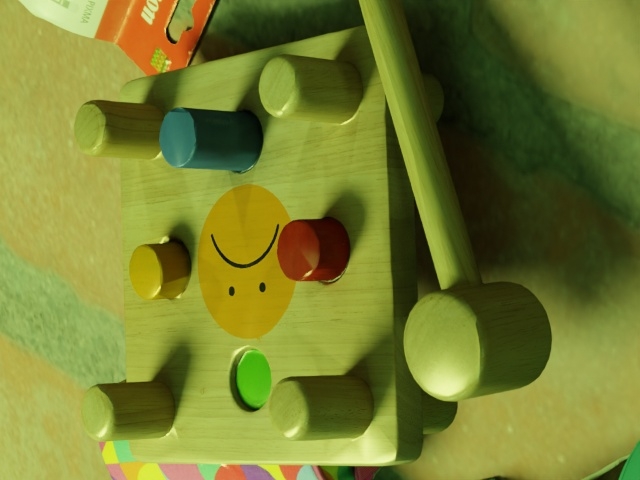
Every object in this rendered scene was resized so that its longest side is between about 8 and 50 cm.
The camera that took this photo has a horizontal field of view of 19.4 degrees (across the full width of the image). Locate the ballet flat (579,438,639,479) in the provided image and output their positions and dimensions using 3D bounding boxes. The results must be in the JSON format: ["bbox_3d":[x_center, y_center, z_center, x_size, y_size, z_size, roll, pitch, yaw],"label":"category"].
[{"bbox_3d":[0.197,0.184,1.080,0.400,0.139,0.139,-38,86,39],"label":"ballet flat"}]

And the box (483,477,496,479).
[{"bbox_3d":[0.129,0.286,1.265,0.100,0.060,0.244,-26,95,50],"label":"box"}]

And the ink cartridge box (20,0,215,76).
[{"bbox_3d":[-0.152,-0.190,1.251,0.179,0.045,0.145,47,140,15],"label":"ink cartridge box"}]

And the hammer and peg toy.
[{"bbox_3d":[0.000,0.000,1.107,0.361,0.127,0.266,-8,83,47],"label":"hammer and peg toy"}]

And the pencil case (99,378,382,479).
[{"bbox_3d":[-0.055,0.137,1.319,0.236,0.104,0.104,-9,108,46],"label":"pencil case"}]
